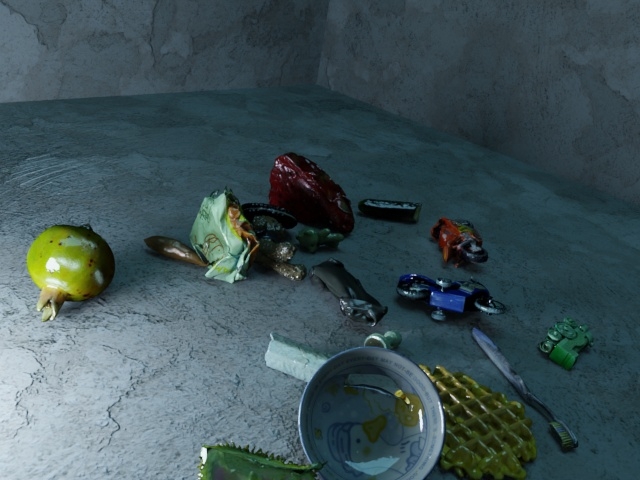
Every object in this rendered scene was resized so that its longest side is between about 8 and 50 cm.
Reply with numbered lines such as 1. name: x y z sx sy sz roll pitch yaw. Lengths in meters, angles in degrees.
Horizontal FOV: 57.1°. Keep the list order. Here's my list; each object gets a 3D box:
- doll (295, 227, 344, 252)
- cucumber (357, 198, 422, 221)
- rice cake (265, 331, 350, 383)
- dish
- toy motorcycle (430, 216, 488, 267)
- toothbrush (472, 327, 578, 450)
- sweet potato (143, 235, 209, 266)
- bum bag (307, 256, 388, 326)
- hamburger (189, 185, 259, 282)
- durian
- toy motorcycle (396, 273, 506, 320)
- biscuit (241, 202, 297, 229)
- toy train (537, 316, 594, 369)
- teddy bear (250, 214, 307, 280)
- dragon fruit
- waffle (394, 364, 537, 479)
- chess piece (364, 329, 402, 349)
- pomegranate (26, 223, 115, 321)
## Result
1. doll: 0.000 0.000 1.870 0.151 0.077 0.115 4 -18 -24
2. cucumber: 0.257 -0.114 2.190 0.242 0.074 0.074 5 27 -3
3. rice cake: -0.031 0.276 1.321 0.207 0.063 0.069 17 33 15
4. dish: 0.091 0.352 1.135 0.274 0.134 0.273 2 67 -5
5. toy motorcycle: 0.471 -0.001 2.020 0.171 0.089 0.298 7 27 -3
6. toothbrush: 0.473 0.338 1.410 0.042 0.035 0.413 -2 29 -18
7. sweet potato: -0.412 0.026 1.689 0.206 0.060 0.068 24 24 9
8. bum bag: 0.068 0.142 1.617 0.142 0.079 0.326 4 23 -28
9. hamburger: -0.282 -0.007 1.633 0.151 0.260 0.276 -20 8 -20
10. durian: -0.104 0.418 0.989 0.221 0.095 0.137 13 67 -9
11. toy motorcycle: 0.368 0.152 1.667 0.316 0.113 0.169 11 15 20
12. biscuit: -0.167 -0.078 1.894 0.195 0.053 0.194 8 -11 2
13. toy train: 0.663 0.269 1.578 0.178 0.071 0.105 -19 47 -42
14. teddy bear: -0.144 0.017 1.715 0.129 0.181 0.251 -25 39 -6
15. dragon fruit: 0.022 -0.184 2.073 0.329 0.227 0.286 25 28 31
16. waffle: 0.308 0.377 1.248 0.329 0.062 0.329 8 26 -4
17. chess piece: 0.159 0.251 1.446 0.067 0.067 0.103 26 22 29
18. pomegranate: -0.596 0.068 1.392 0.198 0.198 0.246 8 29 -5
